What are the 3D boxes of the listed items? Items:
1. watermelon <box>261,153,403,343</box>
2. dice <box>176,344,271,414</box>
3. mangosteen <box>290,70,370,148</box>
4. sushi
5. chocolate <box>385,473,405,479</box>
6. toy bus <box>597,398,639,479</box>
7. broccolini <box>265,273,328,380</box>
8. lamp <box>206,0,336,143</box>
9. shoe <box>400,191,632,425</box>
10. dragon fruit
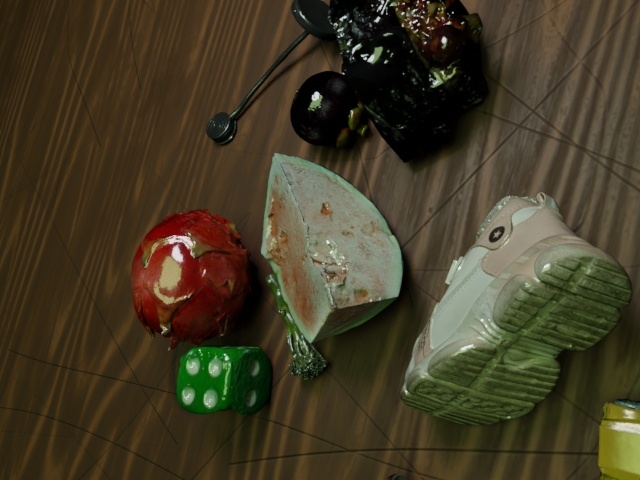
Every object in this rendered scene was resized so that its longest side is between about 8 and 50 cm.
[{"bbox_3d":[0.000,0.000,0.893,0.224,0.180,0.305,-28,63,8],"label":"watermelon"},{"bbox_3d":[-0.174,0.251,0.973,0.129,0.131,0.120,-3,78,31],"label":"dice"},{"bbox_3d":[0.022,-0.232,0.976,0.152,0.137,0.137,27,95,-1],"label":"mangosteen"},{"bbox_3d":[0.156,-0.304,0.869,0.213,0.215,0.227,-23,47,21],"label":"sushi"},{"bbox_3d":[0.139,0.444,0.728,0.147,0.221,0.221,5,81,5],"label":"chocolate"},{"bbox_3d":[0.481,0.256,0.563,0.336,0.123,0.121,2,80,32],"label":"toy bus"},{"bbox_3d":[-0.056,0.157,0.980,0.067,0.058,0.216,-23,54,-11],"label":"broccolini"},{"bbox_3d":[-0.127,-0.353,1.096,0.371,0.109,0.130,-30,61,24],"label":"lamp"},{"bbox_3d":[0.244,0.102,0.738,0.351,0.172,0.198,-53,19,33],"label":"shoe"},{"bbox_3d":[-0.238,0.067,1.002,0.241,0.241,0.252,39,107,33],"label":"dragon fruit"}]
